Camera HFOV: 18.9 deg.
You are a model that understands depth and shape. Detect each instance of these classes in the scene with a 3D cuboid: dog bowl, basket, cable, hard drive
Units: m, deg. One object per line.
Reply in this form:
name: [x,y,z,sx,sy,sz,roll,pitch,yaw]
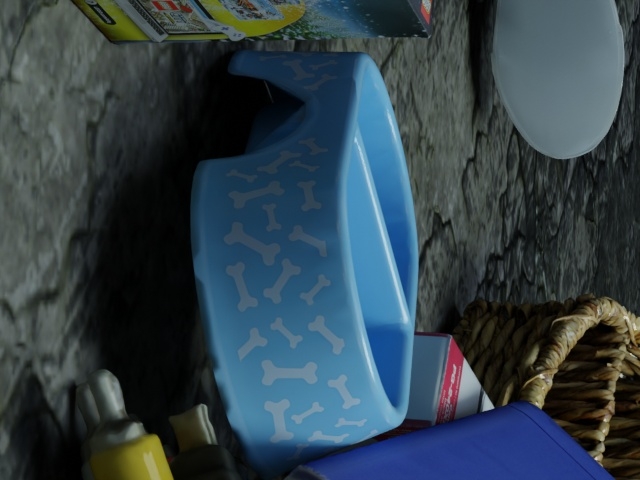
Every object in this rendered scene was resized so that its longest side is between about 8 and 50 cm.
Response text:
dog bowl: [0.000,0.000,1.009,0.297,0.074,0.166,-79,156,-62]
basket: [0.200,0.189,1.459,0.213,0.223,0.299,69,31,-43]
cable: [-0.045,0.196,0.862,0.139,0.072,0.287,68,6,-73]
hard drive: [0.119,0.178,0.989,0.040,0.210,0.319,-51,162,17]

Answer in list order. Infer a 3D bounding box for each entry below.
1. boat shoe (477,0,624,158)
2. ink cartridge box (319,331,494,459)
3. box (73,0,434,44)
boat shoe: [0.184,-0.222,1.602,0.105,0.113,0.306,-30,103,-76]
ink cartridge box: [0.041,0.110,1.169,0.150,0.109,0.063,57,39,-58]
box: [-0.056,-0.149,0.798,0.233,0.159,0.044,48,46,-64]
